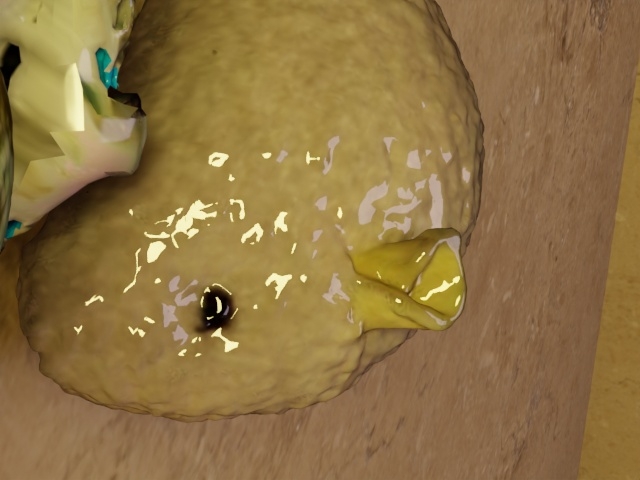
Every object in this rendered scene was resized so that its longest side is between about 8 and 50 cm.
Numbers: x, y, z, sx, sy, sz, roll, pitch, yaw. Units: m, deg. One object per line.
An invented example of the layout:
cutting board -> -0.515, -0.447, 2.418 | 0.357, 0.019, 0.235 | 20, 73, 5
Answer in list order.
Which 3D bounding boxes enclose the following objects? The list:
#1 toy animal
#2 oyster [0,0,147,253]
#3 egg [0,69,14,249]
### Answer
toy animal -> -0.019, -0.046, 0.935 | 0.188, 0.226, 0.358 | 131, -17, -70
oyster -> -0.149, -0.070, 0.726 | 0.198, 0.092, 0.259 | -51, 156, -26
egg -> -0.179, -0.002, 0.406 | 0.231, 0.169, 0.169 | -47, 146, -38
